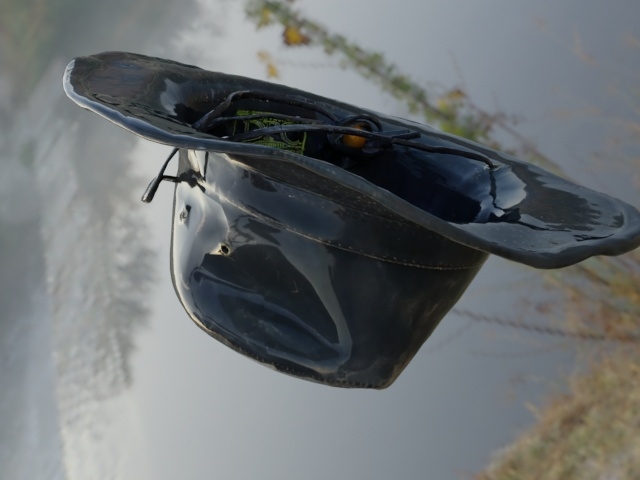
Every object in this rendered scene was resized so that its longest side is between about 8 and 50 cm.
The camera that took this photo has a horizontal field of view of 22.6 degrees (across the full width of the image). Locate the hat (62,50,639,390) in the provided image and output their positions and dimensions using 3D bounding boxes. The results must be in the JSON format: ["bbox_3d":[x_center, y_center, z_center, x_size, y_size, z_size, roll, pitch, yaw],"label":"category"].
[{"bbox_3d":[0.000,0.000,0.868,0.331,0.331,0.134,-131,56,-70],"label":"hat"}]
